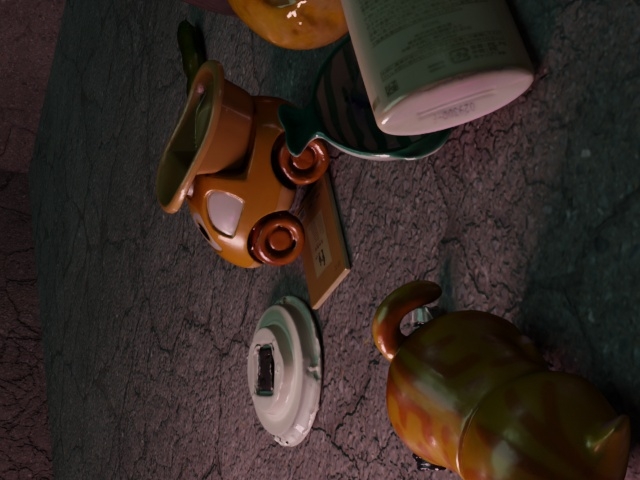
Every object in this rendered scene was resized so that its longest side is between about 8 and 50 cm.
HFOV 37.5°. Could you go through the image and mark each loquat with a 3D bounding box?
[{"bbox_3d":[-0.026,-0.380,1.293,0.244,0.244,0.243,-18,70,63],"label":"loquat"}]

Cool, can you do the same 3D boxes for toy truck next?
[{"bbox_3d":[-0.119,-0.107,1.422,0.287,0.212,0.204,-71,22,11],"label":"toy truck"}]

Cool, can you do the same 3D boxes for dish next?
[{"bbox_3d":[0.079,-0.160,1.112,0.078,0.246,0.224,52,-162,-56],"label":"dish"}]

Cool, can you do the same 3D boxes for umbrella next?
[{"bbox_3d":[0.123,0.169,1.079,0.046,0.050,0.188,-9,77,41],"label":"umbrella"}]

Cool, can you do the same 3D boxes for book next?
[{"bbox_3d":[0.000,0.000,1.400,0.118,0.012,0.172,-53,40,48],"label":"book"}]

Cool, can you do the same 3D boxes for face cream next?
[{"bbox_3d":[0.109,-0.281,1.068,0.081,0.174,0.348,60,-166,-56],"label":"face cream"}]

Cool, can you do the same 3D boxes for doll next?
[{"bbox_3d":[0.168,0.166,0.869,0.270,0.162,0.166,32,101,50],"label":"doll"}]

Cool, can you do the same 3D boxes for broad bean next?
[{"bbox_3d":[-0.269,-0.374,1.976,0.065,0.047,0.254,-49,45,50],"label":"broad bean"}]

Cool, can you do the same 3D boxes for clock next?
[{"bbox_3d":[-0.068,0.202,1.465,0.236,0.053,0.236,-175,90,-65],"label":"clock"}]

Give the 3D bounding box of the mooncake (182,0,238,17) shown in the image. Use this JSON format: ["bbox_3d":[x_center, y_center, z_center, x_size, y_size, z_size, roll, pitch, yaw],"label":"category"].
[{"bbox_3d":[-0.178,-0.563,1.703,0.306,0.154,0.305,-28,58,60],"label":"mooncake"}]
